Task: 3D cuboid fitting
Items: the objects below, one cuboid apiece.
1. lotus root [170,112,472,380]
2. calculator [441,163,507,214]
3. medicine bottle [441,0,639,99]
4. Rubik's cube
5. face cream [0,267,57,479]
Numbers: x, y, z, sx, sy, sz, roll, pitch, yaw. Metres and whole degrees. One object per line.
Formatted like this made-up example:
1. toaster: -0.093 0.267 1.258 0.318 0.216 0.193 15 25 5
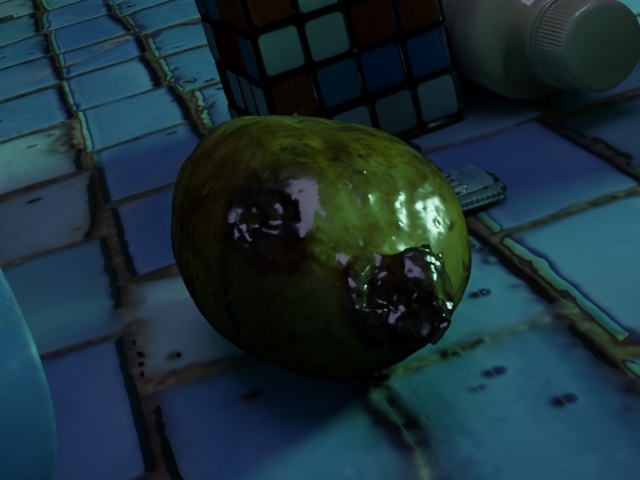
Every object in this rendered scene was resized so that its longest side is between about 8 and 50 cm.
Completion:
1. lotus root: 0.000 0.000 0.685 0.145 0.128 0.260 -12 21 -17
2. calculator: 0.036 -0.012 0.837 0.172 0.018 0.057 -20 21 -8
3. medicine bottle: 0.152 -0.168 1.003 0.114 0.114 0.252 -21 23 -13
4. Rubik's cube: 0.003 -0.156 1.020 0.154 0.155 0.151 -21 21 -14
5. face cream: -0.269 0.073 0.522 0.249 0.249 0.225 6 31 43
